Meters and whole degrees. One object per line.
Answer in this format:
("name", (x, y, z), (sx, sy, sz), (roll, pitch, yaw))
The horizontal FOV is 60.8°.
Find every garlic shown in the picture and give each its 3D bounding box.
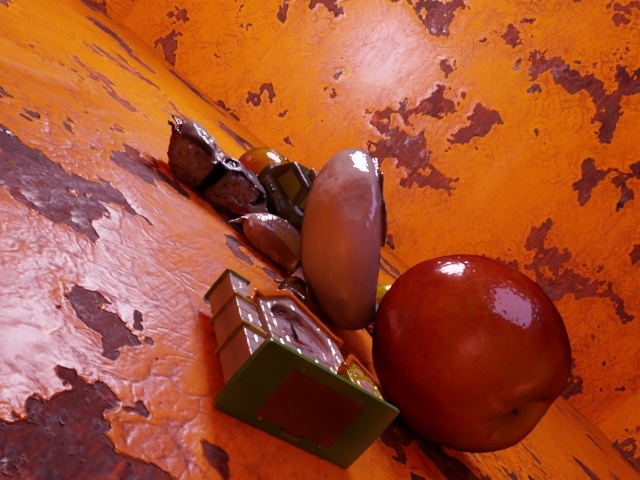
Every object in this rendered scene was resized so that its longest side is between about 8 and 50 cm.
("garlic", (-0.124, -0.009, 1.289), (0.198, 0.090, 0.128), (43, 21, -15))

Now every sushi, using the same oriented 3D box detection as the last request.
("sushi", (-0.259, -0.170, 1.349), (0.332, 0.130, 0.124), (39, 9, -15))

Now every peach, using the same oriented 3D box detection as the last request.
("peach", (0.269, 0.196, 1.040), (0.388, 0.388, 0.388), (39, 9, -8))

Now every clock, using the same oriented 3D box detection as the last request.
("clock", (-0.044, 0.153, 0.761), (0.220, 0.106, 0.255), (36, 10, -28))

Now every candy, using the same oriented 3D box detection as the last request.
("candy", (0.049, 0.006, 1.188), (0.186, 0.386, 0.427), (0, 20, -4))

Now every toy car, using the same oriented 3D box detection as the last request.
("toy car", (-0.079, -0.117, 1.524), (0.204, 0.198, 0.247), (21, 36, -55))

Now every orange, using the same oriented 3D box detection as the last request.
("orange", (-0.164, -0.202, 1.753), (0.240, 0.171, 0.240), (39, 8, -7))

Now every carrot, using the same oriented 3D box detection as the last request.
("carrot", (-0.059, 0.114, 1.039), (0.069, 0.069, 0.228), (40, 8, -5))

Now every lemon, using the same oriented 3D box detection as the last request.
("lemon", (0.202, 0.181, 1.616), (0.109, 0.109, 0.133), (32, 27, -43))

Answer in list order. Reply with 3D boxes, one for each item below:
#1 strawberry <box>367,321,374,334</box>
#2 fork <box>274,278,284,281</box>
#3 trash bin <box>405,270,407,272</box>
("strawberry", (0.165, 0.234, 1.407), (0.152, 0.048, 0.104), (39, 12, 14))
("fork", (-0.077, 0.091, 1.232), (0.016, 0.012, 0.115), (40, 13, 20))
("trash bin", (0.329, 0.226, 1.773), (0.184, 0.161, 0.238), (38, 13, -14))
